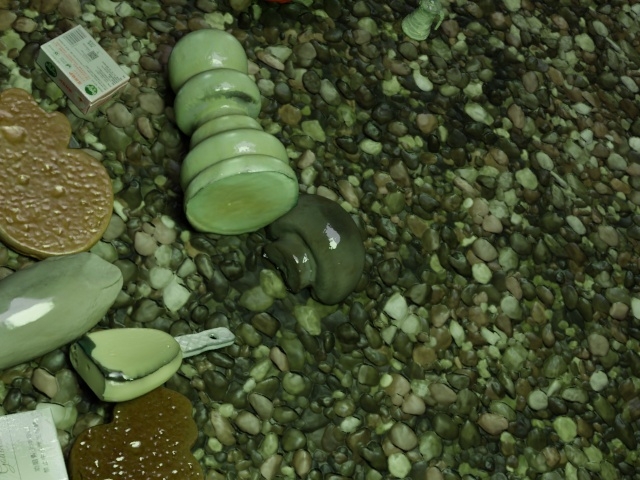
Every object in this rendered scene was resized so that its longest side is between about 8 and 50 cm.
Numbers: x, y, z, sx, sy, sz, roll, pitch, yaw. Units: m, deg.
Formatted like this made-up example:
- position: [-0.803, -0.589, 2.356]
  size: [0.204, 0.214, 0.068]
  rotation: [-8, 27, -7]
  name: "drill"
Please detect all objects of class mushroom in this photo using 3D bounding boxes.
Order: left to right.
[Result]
- position: [-0.424, 0.120, 1.654]
  size: [0.350, 0.128, 0.128]
  rotation: [-36, 82, -31]
  name: "mushroom"
- position: [0.000, 0.000, 1.930]
  size: [0.141, 0.117, 0.188]
  rotation: [-25, 71, -45]
  name: "mushroom"

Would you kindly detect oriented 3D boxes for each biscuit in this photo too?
- position: [-0.429, -0.098, 1.818]
  size: [0.202, 0.044, 0.288]
  rotation: [-28, 76, -32]
  name: "biscuit"
- position: [-0.246, 0.340, 1.642]
  size: [0.184, 0.047, 0.319]
  rotation: [-2, 53, -16]
  name: "biscuit"

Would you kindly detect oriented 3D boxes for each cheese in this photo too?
- position: [-0.229, 0.161, 1.752]
  size: [0.252, 0.054, 0.127]
  rotation: [-11, 40, -40]
  name: "cheese"

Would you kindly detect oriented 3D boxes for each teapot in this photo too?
- position: [0.195, -0.417, 2.257]
  size: [0.067, 0.083, 0.057]
  rotation: [14, 54, -15]
  name: "teapot"

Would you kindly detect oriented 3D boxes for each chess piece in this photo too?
- position: [-0.158, -0.190, 1.929]
  size: [0.182, 0.182, 0.330]
  rotation: [-1, 58, -25]
  name: "chess piece"

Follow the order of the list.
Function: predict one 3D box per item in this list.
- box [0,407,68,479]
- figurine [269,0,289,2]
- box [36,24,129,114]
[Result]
- position: [-0.443, 0.290, 1.607]
  size: [0.198, 0.029, 0.109]
  rotation: [-7, 67, -29]
  name: "box"
- position: [-0.046, -0.598, 2.177]
  size: [0.306, 0.241, 0.411]
  rotation: [22, 46, -23]
  name: "figurine"
- position: [-0.379, -0.273, 1.936]
  size: [0.125, 0.043, 0.089]
  rotation: [48, 54, 5]
  name: "box"
